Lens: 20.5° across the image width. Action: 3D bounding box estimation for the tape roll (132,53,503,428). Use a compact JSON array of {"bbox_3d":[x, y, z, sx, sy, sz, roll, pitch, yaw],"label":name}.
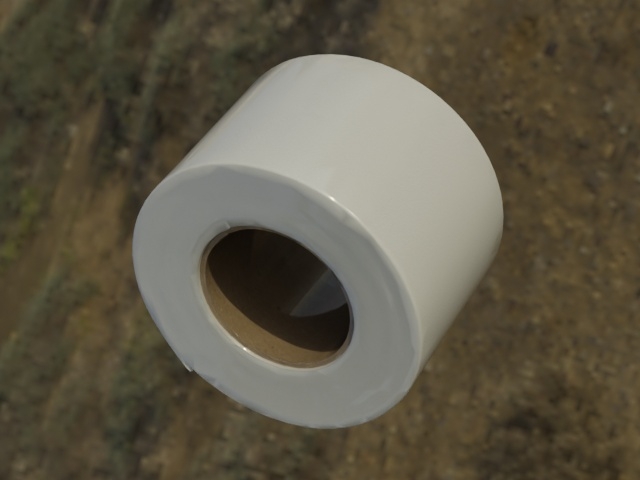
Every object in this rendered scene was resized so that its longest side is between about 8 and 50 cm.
[{"bbox_3d":[0.000,0.000,1.374,0.246,0.246,0.169,-49,2,45],"label":"tape roll"}]
